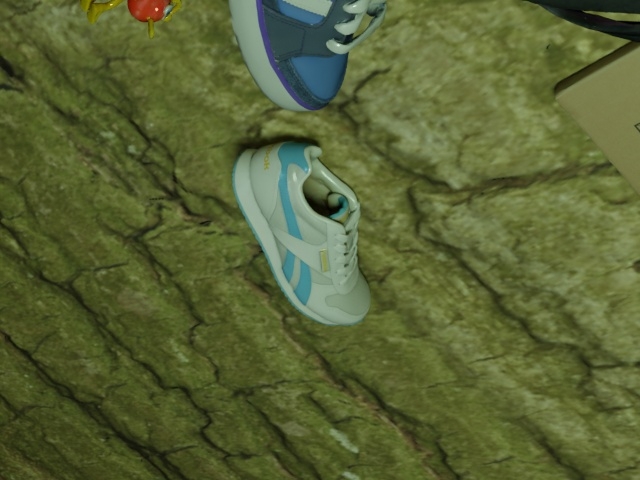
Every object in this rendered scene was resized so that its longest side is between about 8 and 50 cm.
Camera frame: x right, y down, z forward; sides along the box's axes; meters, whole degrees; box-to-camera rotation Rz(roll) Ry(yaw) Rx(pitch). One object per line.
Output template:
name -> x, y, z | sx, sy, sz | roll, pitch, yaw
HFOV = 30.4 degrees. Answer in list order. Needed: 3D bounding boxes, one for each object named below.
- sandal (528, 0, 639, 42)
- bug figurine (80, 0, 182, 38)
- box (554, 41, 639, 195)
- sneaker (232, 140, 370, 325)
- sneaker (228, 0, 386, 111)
sandal -> 0.243, -0.182, 0.759 | 0.446, 0.167, 0.107 | 9, 148, 0
bug figurine -> -0.141, -0.297, 0.918 | 0.216, 0.072, 0.279 | 65, 150, 8
box -> 0.316, -0.109, 0.957 | 0.164, 0.021, 0.201 | 44, 137, -17
sneaker -> 0.000, 0.000, 1.194 | 0.092, 0.087, 0.228 | -9, 129, 32
sneaker -> 0.057, -0.224, 0.901 | 0.236, 0.130, 0.322 | 13, 131, 24
